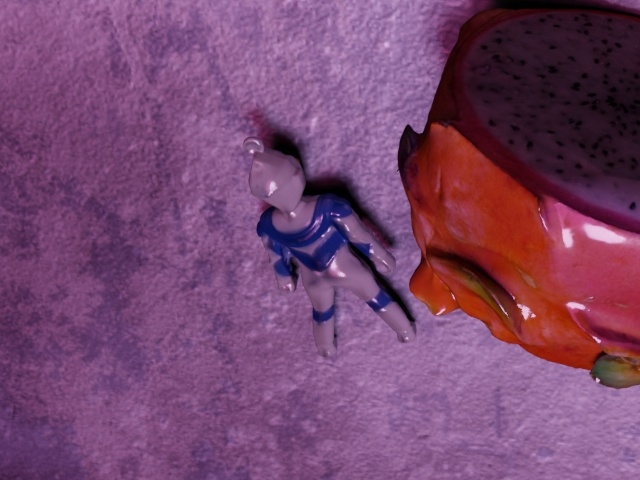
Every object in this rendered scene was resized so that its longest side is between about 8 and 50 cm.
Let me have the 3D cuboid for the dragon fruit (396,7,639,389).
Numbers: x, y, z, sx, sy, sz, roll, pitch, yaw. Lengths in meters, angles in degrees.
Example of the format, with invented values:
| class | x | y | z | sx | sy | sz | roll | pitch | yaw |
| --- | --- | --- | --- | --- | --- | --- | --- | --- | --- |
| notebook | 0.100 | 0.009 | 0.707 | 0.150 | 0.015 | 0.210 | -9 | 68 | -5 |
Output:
| class | x | y | z | sx | sy | sz | roll | pitch | yaw |
| --- | --- | --- | --- | --- | --- | --- | --- | --- | --- |
| dragon fruit | 0.192 | -0.020 | 1.323 | 0.290 | 0.291 | 0.189 | 17 | 128 | 7 |

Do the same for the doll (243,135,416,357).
| class | x | y | z | sx | sy | sz | roll | pitch | yaw |
| --- | --- | --- | --- | --- | --- | --- | --- | --- | --- |
| doll | 0.000 | 0.000 | 1.533 | 0.114 | 0.057 | 0.227 | -9 | 128 | 30 |
